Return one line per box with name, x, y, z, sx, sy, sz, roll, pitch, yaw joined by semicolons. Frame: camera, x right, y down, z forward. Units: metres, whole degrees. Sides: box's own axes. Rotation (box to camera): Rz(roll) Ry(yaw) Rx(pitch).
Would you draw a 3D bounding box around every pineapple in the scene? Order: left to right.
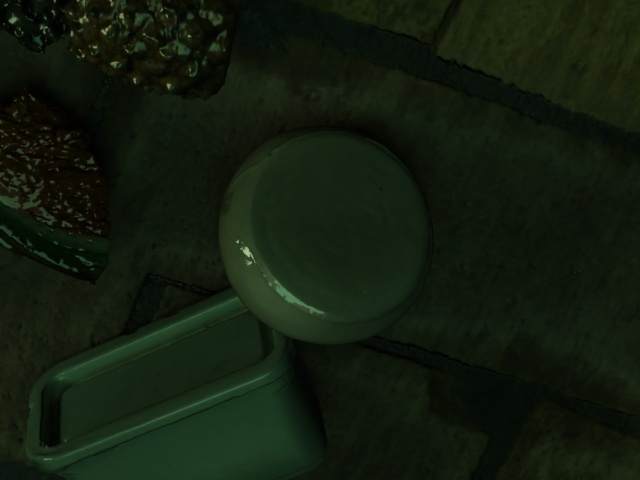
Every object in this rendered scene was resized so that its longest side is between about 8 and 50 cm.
pineapple;-0.249;-0.240;1.417;0.340;0.169;0.169;12;114;-6

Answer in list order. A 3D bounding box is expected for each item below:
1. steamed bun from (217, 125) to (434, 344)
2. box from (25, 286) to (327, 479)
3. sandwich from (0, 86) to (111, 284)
steamed bun;0.000;0.000;1.535;0.232;0.145;0.231;5;73;-17
box;-0.148;0.202;1.628;0.312;0.175;0.182;-22;123;6
sandwich;-0.286;-0.057;1.533;0.185;0.109;0.160;30;89;-15
